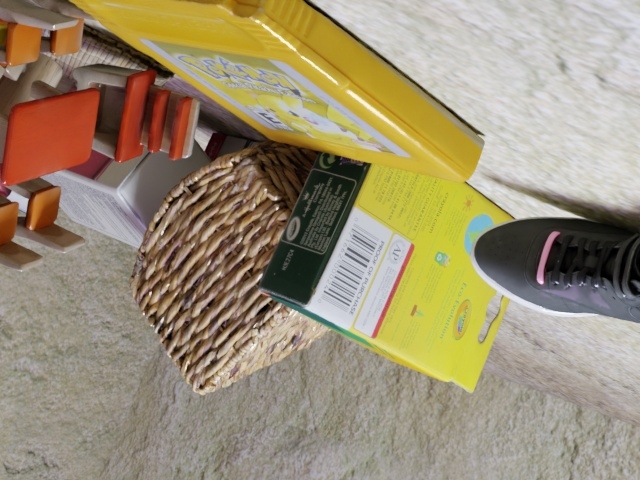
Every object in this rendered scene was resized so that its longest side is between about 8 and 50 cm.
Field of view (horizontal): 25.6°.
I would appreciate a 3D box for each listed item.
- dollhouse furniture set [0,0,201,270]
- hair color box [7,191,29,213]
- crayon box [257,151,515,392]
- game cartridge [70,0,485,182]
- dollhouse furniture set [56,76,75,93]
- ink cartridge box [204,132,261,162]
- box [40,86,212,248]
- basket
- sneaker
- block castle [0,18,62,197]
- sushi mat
[{"bbox_3d":[-0.247,-0.117,1.454,0.135,0.262,0.259,19,-159,19],"label":"dollhouse furniture set"},{"bbox_3d":[-0.531,-0.177,2.174,0.105,0.174,0.347,22,173,23],"label":"hair color box"},{"bbox_3d":[0.092,0.024,1.511,0.081,0.202,0.318,18,170,43],"label":"crayon box"},{"bbox_3d":[-0.050,-0.155,1.259,0.285,0.053,0.323,16,171,46],"label":"game cartridge"},{"bbox_3d":[-0.408,-0.152,2.004,0.101,0.161,0.182,23,172,6],"label":"dollhouse furniture set"},{"bbox_3d":[-0.071,-0.082,1.825,0.109,0.063,0.150,31,171,-40],"label":"ink cartridge box"},{"bbox_3d":[-0.254,-0.088,1.815,0.232,0.127,0.149,20,154,42],"label":"box"},{"bbox_3d":[-0.058,0.006,1.671,0.223,0.299,0.213,-21,-108,-46],"label":"basket"},{"bbox_3d":[0.274,0.020,1.332,0.295,0.105,0.147,14,168,22],"label":"sneaker"},{"bbox_3d":[-0.504,-0.211,1.429,0.303,0.213,0.453,17,163,34],"label":"block castle"},{"bbox_3d":[-0.266,-0.209,1.701,0.151,0.019,0.316,26,173,-12],"label":"sushi mat"}]
